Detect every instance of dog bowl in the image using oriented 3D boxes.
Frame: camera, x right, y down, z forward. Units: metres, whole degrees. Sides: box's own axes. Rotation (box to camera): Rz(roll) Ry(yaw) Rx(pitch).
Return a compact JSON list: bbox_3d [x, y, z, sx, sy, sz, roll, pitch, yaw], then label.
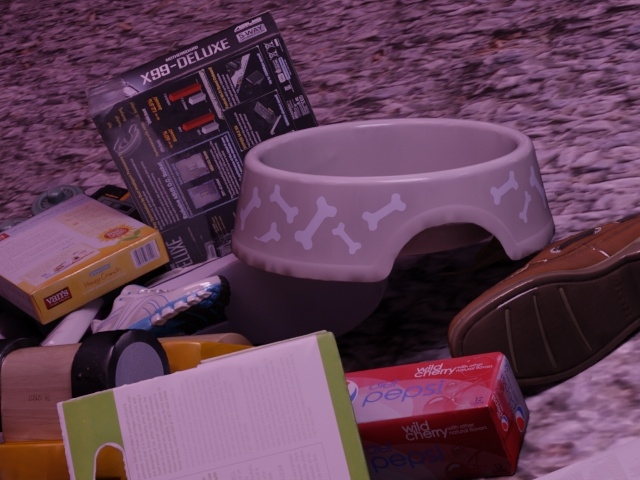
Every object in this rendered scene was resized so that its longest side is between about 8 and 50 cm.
[{"bbox_3d":[0.074,-0.053,1.686,0.348,0.102,0.349,-4,15,1],"label":"dog bowl"}]

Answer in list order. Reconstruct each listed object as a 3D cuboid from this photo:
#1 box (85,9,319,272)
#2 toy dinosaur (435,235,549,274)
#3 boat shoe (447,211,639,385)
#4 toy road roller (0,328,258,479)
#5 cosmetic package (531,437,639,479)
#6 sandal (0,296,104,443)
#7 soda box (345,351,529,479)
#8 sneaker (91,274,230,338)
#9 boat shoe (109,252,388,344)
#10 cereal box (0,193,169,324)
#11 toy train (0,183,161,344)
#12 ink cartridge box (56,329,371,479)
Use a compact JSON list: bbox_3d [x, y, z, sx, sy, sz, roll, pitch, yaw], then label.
[{"bbox_3d":[-0.111,-0.090,1.921,0.242,0.307,0.076,-24,32,1],"label":"box"},{"bbox_3d":[0.208,0.006,1.789,0.092,0.053,0.183,-22,13,38],"label":"toy dinosaur"},{"bbox_3d":[0.256,0.055,1.590,0.307,0.111,0.104,-20,20,-15],"label":"boat shoe"},{"bbox_3d":[-0.196,0.215,1.593,0.202,0.241,0.329,-6,-7,33],"label":"toy road roller"},{"bbox_3d":[0.217,0.237,1.310,0.239,0.060,0.099,-22,24,3],"label":"cosmetic package"},{"bbox_3d":[-0.317,0.202,1.764,0.169,0.102,0.416,-44,9,27],"label":"sandal"},{"bbox_3d":[0.060,0.179,1.522,0.263,0.083,0.092,-11,28,24],"label":"soda box"},{"bbox_3d":[-0.187,0.075,1.766,0.190,0.071,0.083,-29,58,19],"label":"sneaker"},{"bbox_3d":[-0.073,0.053,1.842,0.367,0.136,0.156,-20,21,29],"label":"boat shoe"},{"bbox_3d":[-0.309,0.018,1.908,0.173,0.047,0.240,-28,24,-22],"label":"cereal box"},{"bbox_3d":[-0.347,0.045,2.065,0.190,0.142,0.334,14,43,38],"label":"toy train"},{"bbox_3d":[-0.088,0.206,1.418,0.255,0.189,0.097,-14,-17,0],"label":"ink cartridge box"}]
